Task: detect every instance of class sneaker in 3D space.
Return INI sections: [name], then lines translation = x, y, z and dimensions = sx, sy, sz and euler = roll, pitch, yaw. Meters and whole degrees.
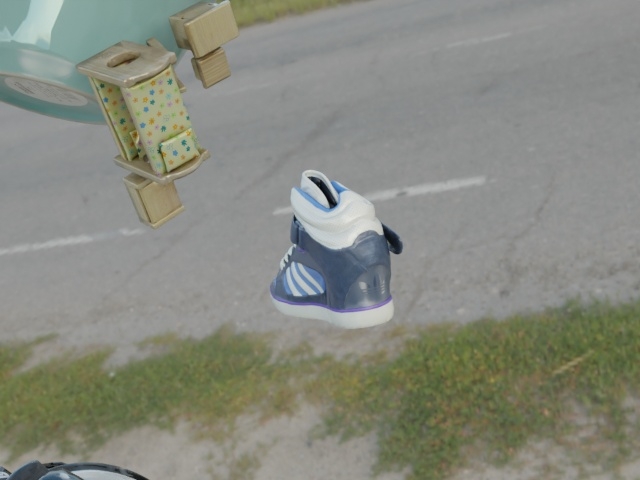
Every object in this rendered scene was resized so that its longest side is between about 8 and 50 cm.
[sneaker]
translation = 0.000, 0.000, 1.442
dimensions = 0.130, 0.236, 0.322
euler = -17, 12, -25

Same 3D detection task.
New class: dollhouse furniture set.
[dollhouse furniture set]
translation = -0.119, -0.119, 0.904
dimensions = 0.161, 0.182, 0.101
euler = -37, 38, -28

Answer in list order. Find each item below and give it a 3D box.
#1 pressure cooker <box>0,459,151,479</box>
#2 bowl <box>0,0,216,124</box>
[pressure cooker]
translation = -0.330, 0.496, 1.185
dimensions = 0.420, 0.369, 0.376
euler = -46, 43, 27
[bowl]
translation = -0.281, -0.229, 0.990
dimensions = 0.311, 0.163, 0.311
euler = 11, -8, 1
